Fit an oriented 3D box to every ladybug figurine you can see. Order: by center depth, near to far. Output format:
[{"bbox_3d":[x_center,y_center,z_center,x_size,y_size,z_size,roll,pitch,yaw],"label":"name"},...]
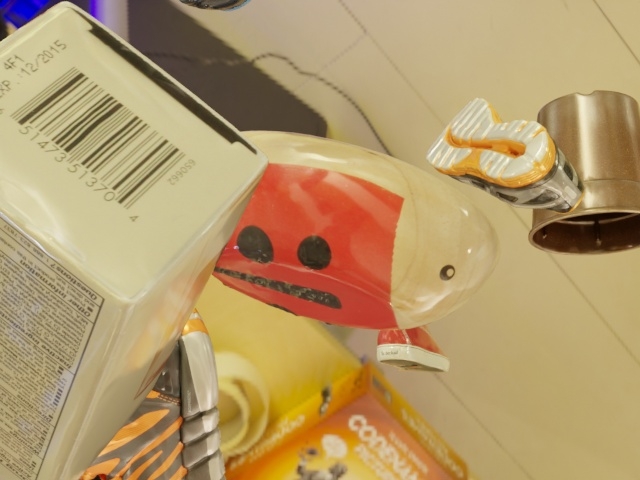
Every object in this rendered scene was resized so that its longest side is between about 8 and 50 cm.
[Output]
[{"bbox_3d":[0.000,0.000,1.416,0.449,0.162,0.305,12,151,23],"label":"ladybug figurine"}]

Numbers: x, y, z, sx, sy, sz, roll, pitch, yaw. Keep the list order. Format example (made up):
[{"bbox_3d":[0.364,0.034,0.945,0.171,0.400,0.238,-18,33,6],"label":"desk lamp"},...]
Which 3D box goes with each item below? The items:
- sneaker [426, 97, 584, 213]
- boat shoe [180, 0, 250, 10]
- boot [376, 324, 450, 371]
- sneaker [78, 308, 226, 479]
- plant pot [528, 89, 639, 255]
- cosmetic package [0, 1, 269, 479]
[{"bbox_3d":[0.172,-0.074,1.053,0.083,0.215,0.084,37,94,-24],"label":"sneaker"},{"bbox_3d":[-0.080,-0.342,1.134,0.109,0.089,0.258,42,131,30],"label":"boat shoe"},{"bbox_3d":[0.163,0.134,1.893,0.088,0.244,0.176,-5,74,22],"label":"boot"},{"bbox_3d":[-0.184,0.214,1.020,0.180,0.124,0.321,-11,112,-18],"label":"sneaker"},{"bbox_3d":[0.332,-0.083,1.348,0.167,0.165,0.167,0,161,0],"label":"plant pot"},{"bbox_3d":[-0.159,0.025,0.662,0.153,0.129,0.296,38,142,3],"label":"cosmetic package"}]
